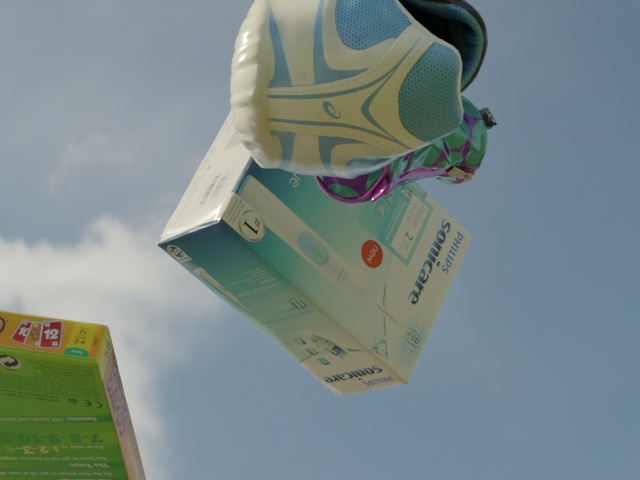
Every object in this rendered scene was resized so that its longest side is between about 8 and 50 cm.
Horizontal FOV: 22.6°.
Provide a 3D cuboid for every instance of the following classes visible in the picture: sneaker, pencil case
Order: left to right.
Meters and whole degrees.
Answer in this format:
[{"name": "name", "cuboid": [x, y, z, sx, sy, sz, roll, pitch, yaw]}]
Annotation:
[{"name": "sneaker", "cuboid": [0.021, -0.082, 0.621, 0.086, 0.237, 0.085, 6, -67, 3]}, {"name": "pencil case", "cuboid": [0.056, -0.063, 1.071, 0.064, 0.070, 0.151, -44, -16, 31]}]

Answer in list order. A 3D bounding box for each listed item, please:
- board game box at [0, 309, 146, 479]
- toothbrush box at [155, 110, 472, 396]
[{"name": "board game box", "cuboid": [-0.182, 0.128, 1.035, 0.124, 0.039, 0.259, 8, -38, 7]}, {"name": "toothbrush box", "cuboid": [0.000, 0.000, 1.771, 0.295, 0.216, 0.126, 43, -34, -24]}]
